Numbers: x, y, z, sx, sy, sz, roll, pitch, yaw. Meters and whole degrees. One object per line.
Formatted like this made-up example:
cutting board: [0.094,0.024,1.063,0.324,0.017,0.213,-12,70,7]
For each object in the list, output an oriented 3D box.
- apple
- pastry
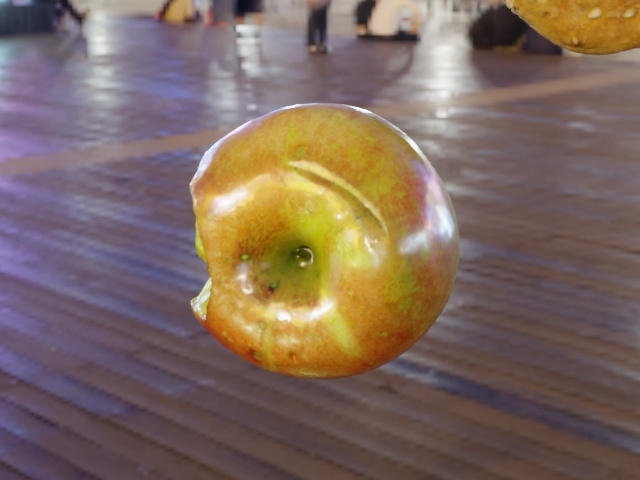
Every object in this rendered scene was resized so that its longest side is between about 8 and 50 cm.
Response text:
apple: [0.000,0.000,1.174,0.246,0.246,0.226,3,10,12]
pastry: [0.332,-0.387,1.577,0.285,0.315,0.184,-12,31,13]
